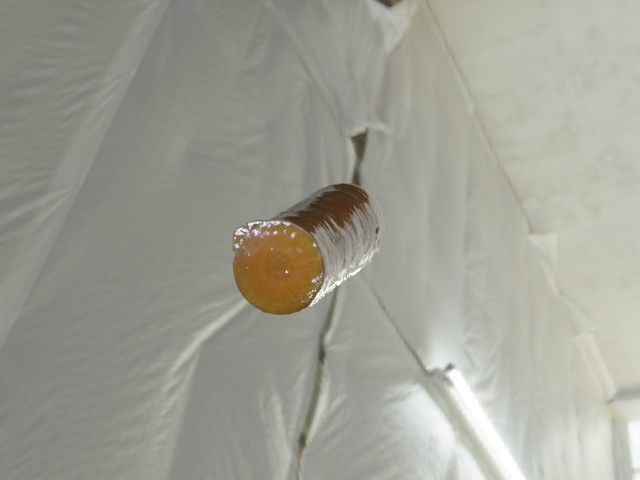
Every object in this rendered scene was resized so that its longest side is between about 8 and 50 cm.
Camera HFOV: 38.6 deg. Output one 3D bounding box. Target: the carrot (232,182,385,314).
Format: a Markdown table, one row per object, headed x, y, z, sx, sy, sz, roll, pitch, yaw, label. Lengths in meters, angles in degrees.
| x | y | z | sx | sy | sz | roll | pitch | yaw | label |
| --- | --- | --- | --- | --- | --- | --- | --- | --- | --- |
| 0.000 | 0.000 | 0.611 | 0.225 | 0.067 | 0.067 | -30 | -76 | -74 | carrot |
